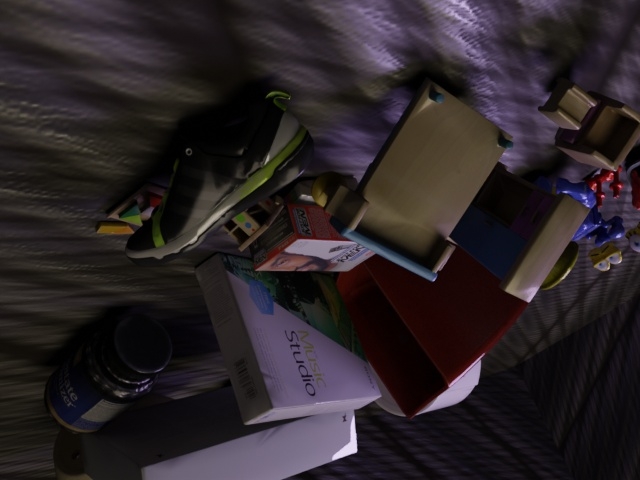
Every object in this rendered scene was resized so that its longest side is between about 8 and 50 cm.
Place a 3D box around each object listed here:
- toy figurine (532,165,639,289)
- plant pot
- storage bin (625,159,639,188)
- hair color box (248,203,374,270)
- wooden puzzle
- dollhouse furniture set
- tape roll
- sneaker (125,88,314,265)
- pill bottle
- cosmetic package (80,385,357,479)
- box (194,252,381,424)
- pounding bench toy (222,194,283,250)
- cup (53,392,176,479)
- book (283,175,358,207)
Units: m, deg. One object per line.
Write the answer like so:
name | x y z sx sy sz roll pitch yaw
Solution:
toy figurine | 0.399 -0.057 1.134 0.217 0.191 0.362 14 157 -8
plant pot | 0.197 0.111 1.125 0.235 0.267 0.267 -29 161 -18
storage bin | 0.617 -0.135 1.169 0.135 0.098 0.091 -31 -176 18
hair color box | 0.000 0.000 0.840 0.167 0.053 0.093 4 152 -42
wooden puzzle | -0.189 -0.034 0.714 0.116 0.014 0.078 -36 155 30
dollhouse furniture set | 0.164 -0.113 0.800 0.303 0.198 0.286 24 103 -25
tape roll | 0.236 0.286 1.552 0.246 0.246 0.169 -37 153 32
sneaker | -0.115 -0.067 0.640 0.234 0.084 0.097 -33 112 14
pill bottle | -0.321 0.202 0.986 0.123 0.123 0.219 3 146 -47
cosmetic package | -0.172 0.334 1.092 0.377 0.097 0.284 -6 180 -36
box | -0.037 0.149 0.990 0.058 0.232 0.322 -31 157 22
pounding bench toy | -0.084 -0.043 0.742 0.052 0.065 0.083 -39 -168 34
cup | -0.379 0.429 1.267 0.331 0.331 0.237 -25 131 6
book | -0.023 -0.033 0.860 0.096 0.035 0.144 -4 154 -35
